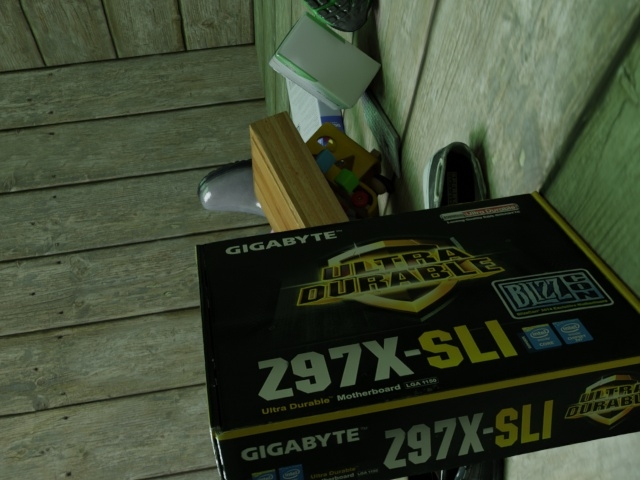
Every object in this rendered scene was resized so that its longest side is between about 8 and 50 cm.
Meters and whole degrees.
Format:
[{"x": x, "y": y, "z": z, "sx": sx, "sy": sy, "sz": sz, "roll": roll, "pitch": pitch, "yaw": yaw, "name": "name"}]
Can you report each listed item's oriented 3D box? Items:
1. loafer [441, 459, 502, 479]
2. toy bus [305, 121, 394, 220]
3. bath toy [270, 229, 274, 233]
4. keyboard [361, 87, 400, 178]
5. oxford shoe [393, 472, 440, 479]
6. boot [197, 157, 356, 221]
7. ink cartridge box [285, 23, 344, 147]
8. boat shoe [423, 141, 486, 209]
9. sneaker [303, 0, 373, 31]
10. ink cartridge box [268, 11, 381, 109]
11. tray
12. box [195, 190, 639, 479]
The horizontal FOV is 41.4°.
[{"x": 0.173, "y": 0.222, "z": 1.010, "sx": 0.076, "sy": 0.078, "sz": 0.223, "roll": -113, "pitch": 16, "yaw": -64, "name": "loafer"}, {"x": 0.059, "y": -0.110, "z": 1.422, "sx": 0.202, "sy": 0.104, "sz": 0.191, "roll": 46, "pitch": 171, "yaw": -29, "name": "toy bus"}, {"x": -0.023, "y": -0.014, "z": 1.704, "sx": 0.151, "sy": 0.129, "sz": 0.348, "roll": -41, "pitch": 28, "yaw": 49, "name": "bath toy"}, {"x": 0.099, "y": -0.191, "z": 1.435, "sx": 0.256, "sy": 0.014, "sz": 0.072, "roll": -108, "pitch": 12, "yaw": -58, "name": "keyboard"}, {"x": 0.137, "y": 0.391, "z": 1.403, "sx": 0.130, "sy": 0.123, "sz": 0.348, "roll": -62, "pitch": 34, "yaw": 18, "name": "oxford shoe"}, {"x": -0.055, "y": -0.034, "z": 1.569, "sx": 0.118, "sy": 0.338, "sz": 0.222, "roll": 95, "pitch": 169, "yaw": -61, "name": "boot"}, {"x": -0.015, "y": -0.310, "z": 1.927, "sx": 0.186, "sy": 0.065, "sz": 0.311, "roll": 141, "pitch": 124, "yaw": -68, "name": "ink cartridge box"}, {"x": 0.152, "y": 0.001, "z": 0.936, "sx": 0.070, "sy": 0.078, "sz": 0.219, "roll": 130, "pitch": 134, "yaw": -83, "name": "boat shoe"}, {"x": 0.019, "y": -0.470, "z": 1.433, "sx": 0.146, "sy": 0.134, "sz": 0.343, "roll": 49, "pitch": -161, "yaw": -52, "name": "sneaker"}, {"x": 0.001, "y": -0.303, "z": 1.462, "sx": 0.093, "sy": 0.154, "sz": 0.212, "roll": -56, "pitch": 10, "yaw": 1, "name": "ink cartridge box"}, {"x": 0.000, "y": 0.017, "z": 1.338, "sx": 0.411, "sy": 0.076, "sz": 0.203, "roll": 61, "pitch": 165, "yaw": 26, "name": "tray"}, {"x": 0.068, "y": 0.068, "z": 0.676, "sx": 0.257, "sy": 0.322, "sz": 0.079, "roll": -108, "pitch": 11, "yaw": -59, "name": "box"}]
